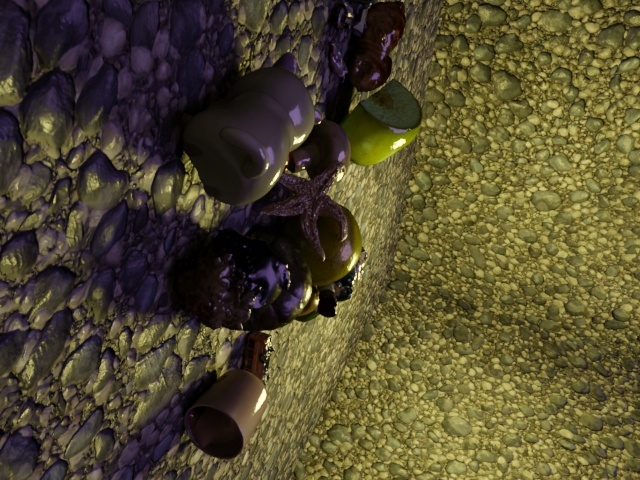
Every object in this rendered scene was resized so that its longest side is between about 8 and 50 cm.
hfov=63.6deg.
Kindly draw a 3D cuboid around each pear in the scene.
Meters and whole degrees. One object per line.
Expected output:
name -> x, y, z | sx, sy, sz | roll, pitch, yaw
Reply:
pear -> 0.000, 0.000, 1.701 | 0.294, 0.294, 0.294 | 18, 90, -73
pear -> 0.196, -0.393, 1.902 | 0.318, 0.238, 0.342 | -45, 180, 44

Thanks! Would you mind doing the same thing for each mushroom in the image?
mushroom -> -0.008, -0.263, 1.609 | 0.206, 0.209, 0.206 | 160, -90, -90

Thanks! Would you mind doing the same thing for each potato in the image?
potato -> -0.081, 0.205, 1.881 | 0.203, 0.158, 0.178 | 72, 38, -57

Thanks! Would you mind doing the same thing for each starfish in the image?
starfish -> -0.046, -0.105, 1.511 | 0.060, 0.303, 0.299 | 21, -83, 68

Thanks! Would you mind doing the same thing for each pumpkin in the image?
pumpkin -> -0.142, 0.116, 1.467 | 0.242, 0.232, 0.324 | 71, 37, -60

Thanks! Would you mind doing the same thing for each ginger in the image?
ginger -> 0.209, -0.690, 1.842 | 0.274, 0.153, 0.357 | -14, 123, -71

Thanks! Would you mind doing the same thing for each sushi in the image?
sushi -> -0.222, 0.107, 1.230 | 0.219, 0.225, 0.238 | -40, 113, -45

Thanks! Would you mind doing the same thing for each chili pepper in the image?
chili pepper -> 0.053, -0.578, 1.663 | 0.153, 0.041, 0.050 | 54, 34, -51

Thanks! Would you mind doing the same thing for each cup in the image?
cup -> -0.287, 0.524, 1.550 | 0.253, 0.191, 0.200 | -47, 180, 29

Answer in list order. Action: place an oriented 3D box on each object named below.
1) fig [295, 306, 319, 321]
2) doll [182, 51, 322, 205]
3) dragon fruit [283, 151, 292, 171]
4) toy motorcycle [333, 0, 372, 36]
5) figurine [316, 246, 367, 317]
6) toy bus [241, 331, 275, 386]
fig -> -0.040, 0.274, 2.069 | 0.123, 0.156, 0.123 | 12, 90, -75
doll -> -0.146, -0.233, 1.121 | 0.215, 0.226, 0.370 | 59, 33, -29
dragon fruit -> -0.110, -0.244, 1.365 | 0.120, 0.127, 0.161 | -59, 163, -8
toy motorcycle -> 0.104, -0.711, 1.618 | 0.215, 0.080, 0.122 | -27, 133, -60
figurine -> 0.070, 0.122, 1.905 | 0.370, 0.167, 0.281 | -66, 163, -49
toy bus -> -0.217, 0.425, 1.768 | 0.073, 0.097, 0.234 | -37, 141, -64
